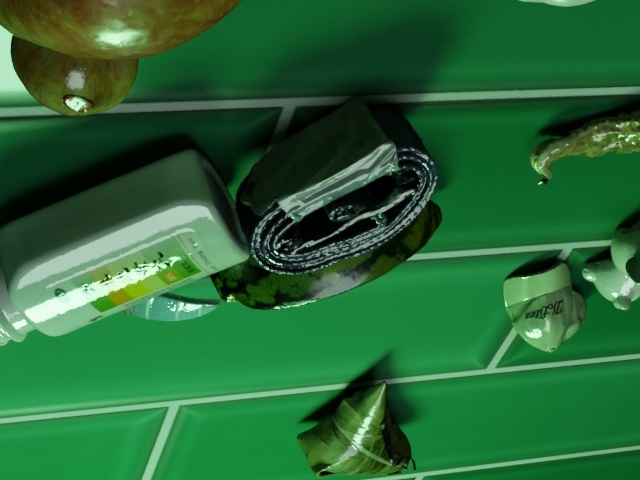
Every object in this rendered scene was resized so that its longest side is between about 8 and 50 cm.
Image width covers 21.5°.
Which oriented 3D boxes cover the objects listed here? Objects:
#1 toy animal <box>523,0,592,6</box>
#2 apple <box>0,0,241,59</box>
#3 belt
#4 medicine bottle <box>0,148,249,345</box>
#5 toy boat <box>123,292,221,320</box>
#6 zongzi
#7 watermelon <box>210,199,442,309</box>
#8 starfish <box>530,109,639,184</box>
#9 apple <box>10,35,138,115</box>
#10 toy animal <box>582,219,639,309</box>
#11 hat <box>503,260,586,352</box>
[{"bbox_3d":[0.267,-0.346,1.601,0.258,0.194,0.357,-43,164,-4],"label":"toy animal"},{"bbox_3d":[-0.144,-0.293,1.368,0.250,0.277,0.309,-8,158,-44],"label":"apple"},{"bbox_3d":[0.018,-0.051,1.910,0.230,0.126,0.139,-28,127,3],"label":"belt"},{"bbox_3d":[-0.257,0.017,1.932,0.324,0.124,0.179,-20,152,7],"label":"medicine bottle"},{"bbox_3d":[-0.189,0.082,2.101,0.122,0.034,0.096,16,148,-5],"label":"toy boat"},{"bbox_3d":[0.101,0.276,2.546,0.205,0.094,0.204,9,131,-42],"label":"zongzi"},{"bbox_3d":[0.005,0.017,2.052,0.303,0.128,0.159,-20,149,4],"label":"watermelon"},{"bbox_3d":[0.492,-0.191,2.026,0.432,0.082,0.324,-4,149,-17],"label":"starfish"},{"bbox_3d":[-0.236,-0.183,1.631,0.126,0.126,0.102,3,138,-30],"label":"apple"},{"bbox_3d":[0.451,0.030,2.306,0.131,0.127,0.181,-2,157,-13],"label":"toy animal"},{"bbox_3d":[0.327,0.093,2.388,0.122,0.081,0.166,-17,139,-5],"label":"hat"}]
